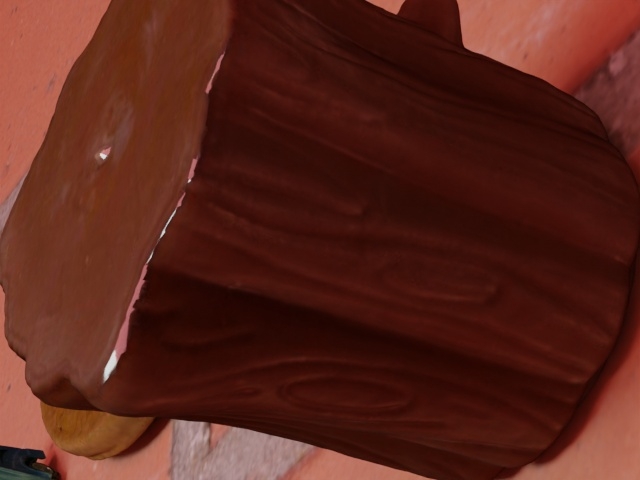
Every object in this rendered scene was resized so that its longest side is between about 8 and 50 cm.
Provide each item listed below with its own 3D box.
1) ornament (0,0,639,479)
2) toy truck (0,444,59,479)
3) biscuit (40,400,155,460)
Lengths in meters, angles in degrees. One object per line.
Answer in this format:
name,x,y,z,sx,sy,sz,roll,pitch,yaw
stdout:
ornament,0.000,0.000,0.815,0.221,0.217,0.235,-42,37,46
toy truck,-0.212,0.195,1.271,0.067,0.081,0.175,-67,25,12
biscuit,-0.108,0.017,1.236,0.289,0.044,0.202,-57,28,24
